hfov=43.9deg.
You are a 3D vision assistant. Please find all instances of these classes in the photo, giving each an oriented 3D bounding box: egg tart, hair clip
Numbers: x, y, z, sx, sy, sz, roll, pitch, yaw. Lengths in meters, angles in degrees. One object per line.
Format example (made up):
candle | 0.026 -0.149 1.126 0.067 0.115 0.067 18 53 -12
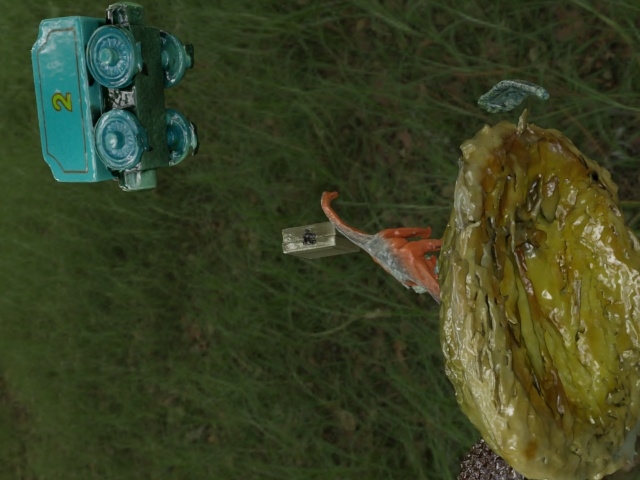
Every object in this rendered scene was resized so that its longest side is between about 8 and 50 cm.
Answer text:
egg tart | 0.141 0.043 0.538 0.098 0.232 0.252 -13 97 44
hair clip | 0.314 -0.234 1.277 0.229 0.066 0.036 -156 83 -81

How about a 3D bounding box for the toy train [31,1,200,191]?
toy train | -0.233 -0.156 0.883 0.163 0.112 0.203 2 99 26

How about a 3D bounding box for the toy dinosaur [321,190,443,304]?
toy dinosaur | 0.090 0.008 0.924 0.279 0.101 0.055 46 132 53

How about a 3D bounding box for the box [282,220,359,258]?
box | 0.000 0.000 1.063 0.079 0.083 0.035 -9 78 25

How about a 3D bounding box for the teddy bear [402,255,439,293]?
teddy bear | 0.274 0.069 1.667 0.213 0.111 0.133 -4 70 51

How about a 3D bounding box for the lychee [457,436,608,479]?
lychee | 0.430 0.502 1.607 0.306 0.306 0.330 59 136 36
